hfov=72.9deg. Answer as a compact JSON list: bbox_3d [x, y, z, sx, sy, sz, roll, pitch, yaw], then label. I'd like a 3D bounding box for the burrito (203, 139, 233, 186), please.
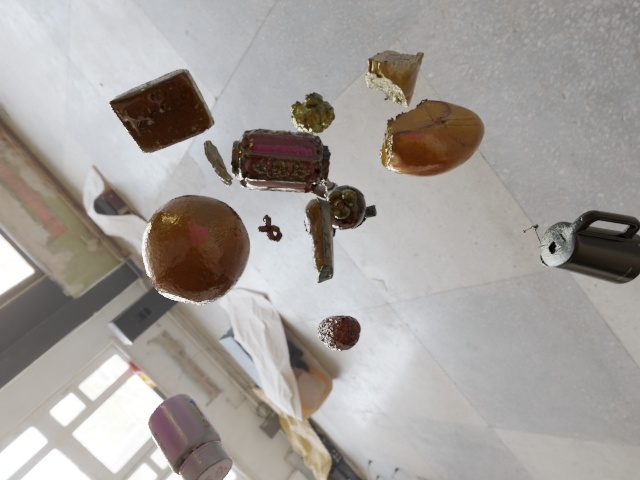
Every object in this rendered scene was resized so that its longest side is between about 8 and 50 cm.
[{"bbox_3d":[-0.423,-0.319,1.789,0.058,0.063,0.229,-40,71,17],"label":"burrito"}]

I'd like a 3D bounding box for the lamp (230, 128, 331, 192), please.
[{"bbox_3d":[-0.111,-0.222,1.209,0.274,0.177,0.177,3,142,-5],"label":"lamp"}]

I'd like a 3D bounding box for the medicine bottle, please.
[{"bbox_3d":[-0.370,0.573,1.230,0.255,0.152,0.151,38,149,34],"label":"medicine bottle"}]

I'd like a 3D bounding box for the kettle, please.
[{"bbox_3d":[1.027,0.032,1.608,0.308,0.203,0.262,11,161,-15],"label":"kettle"}]

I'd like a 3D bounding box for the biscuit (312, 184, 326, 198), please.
[{"bbox_3d":[-0.017,-0.254,2.108,0.257,0.273,0.049,28,103,18],"label":"biscuit"}]

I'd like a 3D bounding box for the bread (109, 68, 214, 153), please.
[{"bbox_3d":[-0.450,-0.371,1.254,0.110,0.234,0.184,-111,-2,-53],"label":"bread"}]

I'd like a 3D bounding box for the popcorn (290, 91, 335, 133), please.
[{"bbox_3d":[-0.039,-0.604,2.067,0.189,0.218,0.169,54,146,21],"label":"popcorn"}]

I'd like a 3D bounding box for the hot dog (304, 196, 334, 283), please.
[{"bbox_3d":[0.000,0.000,1.367,0.082,0.270,0.162,-5,171,7],"label":"hot dog"}]

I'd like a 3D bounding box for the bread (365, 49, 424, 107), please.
[{"bbox_3d":[0.278,-0.661,1.635,0.184,0.223,0.211,20,177,19],"label":"bread"}]

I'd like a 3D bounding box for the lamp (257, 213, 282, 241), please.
[{"bbox_3d":[-0.148,-0.031,1.309,0.083,0.063,0.031,40,151,-22],"label":"lamp"}]

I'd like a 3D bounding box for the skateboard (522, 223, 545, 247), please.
[{"bbox_3d":[0.775,-0.010,1.573,0.064,0.032,0.083,-43,64,61],"label":"skateboard"}]

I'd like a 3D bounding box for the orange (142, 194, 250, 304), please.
[{"bbox_3d":[-0.229,0.018,0.805,0.206,0.206,0.206,27,144,22],"label":"orange"}]

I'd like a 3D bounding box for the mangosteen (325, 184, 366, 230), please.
[{"bbox_3d":[0.081,-0.120,1.551,0.166,0.166,0.180,29,-177,20],"label":"mangosteen"}]

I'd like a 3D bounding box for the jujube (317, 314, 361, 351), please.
[{"bbox_3d":[0.057,0.295,1.390,0.176,0.112,0.109,-18,86,61],"label":"jujube"}]

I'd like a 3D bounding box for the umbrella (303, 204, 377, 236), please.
[{"bbox_3d":[0.094,-0.087,1.901,0.337,0.154,0.128,-13,95,18],"label":"umbrella"}]

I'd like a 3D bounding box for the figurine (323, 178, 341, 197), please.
[{"bbox_3d":[0.052,-0.215,1.903,0.146,0.081,0.098,56,177,-17],"label":"figurine"}]

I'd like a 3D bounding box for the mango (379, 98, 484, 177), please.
[{"bbox_3d":[0.240,-0.215,0.920,0.126,0.252,0.153,104,144,-58],"label":"mango"}]
